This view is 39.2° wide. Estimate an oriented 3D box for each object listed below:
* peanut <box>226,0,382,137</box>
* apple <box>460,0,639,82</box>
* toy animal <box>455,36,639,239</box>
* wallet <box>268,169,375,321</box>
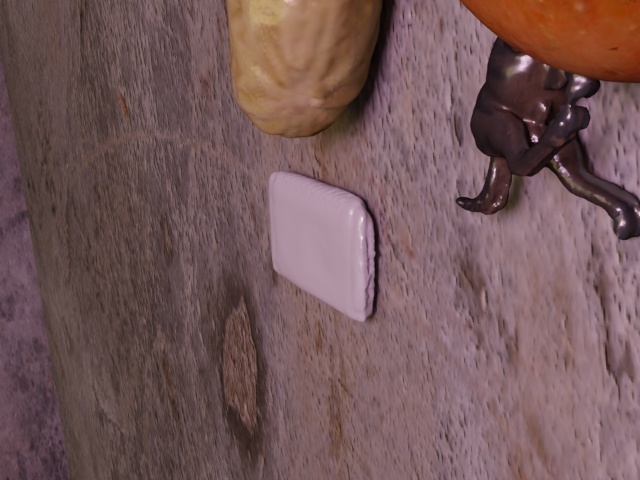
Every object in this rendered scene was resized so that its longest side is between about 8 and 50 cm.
[{"bbox_3d":[-0.011,-0.240,0.740,0.147,0.147,0.319,29,120,54],"label":"peanut"},{"bbox_3d":[0.145,-0.209,0.386,0.251,0.206,0.272,55,137,28],"label":"apple"},{"bbox_3d":[0.151,-0.106,0.576,0.148,0.084,0.233,-123,33,-53],"label":"toy animal"},{"bbox_3d":[0.000,0.000,0.907,0.183,0.032,0.124,25,121,53],"label":"wallet"}]
